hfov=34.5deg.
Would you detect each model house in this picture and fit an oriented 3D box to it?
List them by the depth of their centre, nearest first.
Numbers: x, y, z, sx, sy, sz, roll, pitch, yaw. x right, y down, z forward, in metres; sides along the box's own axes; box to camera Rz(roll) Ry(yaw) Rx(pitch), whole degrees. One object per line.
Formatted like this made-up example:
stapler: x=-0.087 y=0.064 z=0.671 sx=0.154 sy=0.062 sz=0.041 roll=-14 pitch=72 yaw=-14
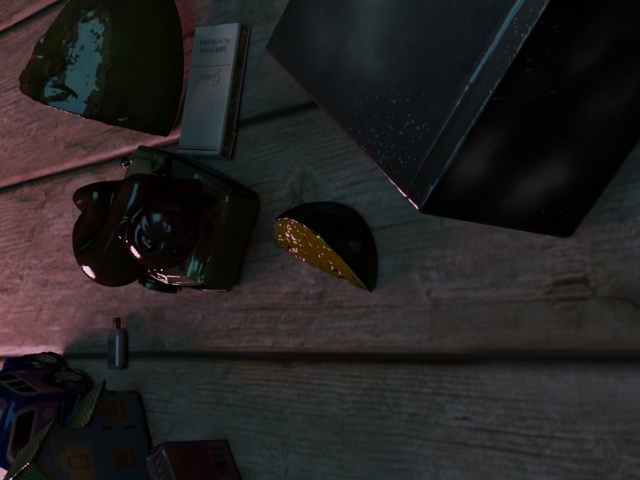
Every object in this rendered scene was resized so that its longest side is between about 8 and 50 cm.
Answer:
model house: x=-0.372 y=0.358 z=1.548 sx=0.178 sy=0.206 sz=0.271 roll=-37 pitch=60 yaw=38

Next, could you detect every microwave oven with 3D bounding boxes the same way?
microwave oven: x=0.190 y=-0.276 z=0.997 sx=0.374 sy=0.236 sz=0.432 roll=51 pitch=120 yaw=38

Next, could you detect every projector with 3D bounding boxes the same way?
projector: x=-0.217 y=-0.022 z=1.520 sx=0.269 sy=0.088 sz=0.194 roll=26 pitch=101 yaw=45

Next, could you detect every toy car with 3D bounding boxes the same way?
toy car: x=-0.502 y=0.288 z=1.736 sx=0.235 sy=0.158 sz=0.172 roll=23 pitch=102 yaw=48

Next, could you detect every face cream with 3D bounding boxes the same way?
face cream: x=-0.330 y=0.167 z=1.666 sx=0.040 sy=0.021 sz=0.083 roll=-11 pitch=77 yaw=46

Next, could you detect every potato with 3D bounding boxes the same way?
potato: x=-0.335 y=-0.318 z=1.590 sx=0.269 sy=0.112 sz=0.255 roll=19 pitch=99 yaw=13

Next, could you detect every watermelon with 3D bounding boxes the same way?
watermelon: x=-0.007 y=-0.003 z=1.295 sx=0.181 sy=0.075 sz=0.092 roll=28 pitch=109 yaw=44

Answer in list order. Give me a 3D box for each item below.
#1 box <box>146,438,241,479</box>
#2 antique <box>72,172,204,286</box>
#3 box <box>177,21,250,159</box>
box: x=-0.161 y=0.345 z=1.391 sx=0.060 sy=0.111 sz=0.156 roll=-49 pitch=50 yaw=32
antique: x=-0.254 y=-0.013 z=1.407 sx=0.257 sy=0.121 sz=0.143 roll=-10 pitch=79 yaw=45
box: x=-0.159 y=-0.221 z=1.527 sx=0.109 sy=0.029 sz=0.198 roll=8 pitch=89 yaw=48
